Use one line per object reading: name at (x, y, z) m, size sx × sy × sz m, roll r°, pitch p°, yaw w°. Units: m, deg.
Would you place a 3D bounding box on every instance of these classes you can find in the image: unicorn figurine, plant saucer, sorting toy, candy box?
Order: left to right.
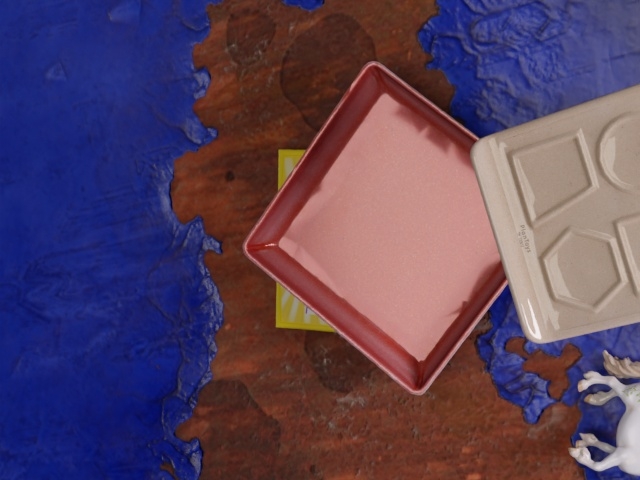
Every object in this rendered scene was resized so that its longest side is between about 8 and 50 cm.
candy box at (0.000, 0.000, 1.338) m, size 0.105 × 0.027 × 0.206 m, roll 2°, pitch 94°, yaw 29°
plant saucer at (0.085, -0.014, 1.262) m, size 0.259 × 0.047 × 0.258 m, roll 39°, pitch 105°, yaw 15°
sorting toy at (0.250, -0.025, 1.015) m, size 0.208 × 0.038 × 0.193 m, roll -17°, pitch 89°, yaw 28°
unicorn figurine at (0.306, 0.196, 1.167) m, size 0.111 × 0.060 × 0.162 m, roll 6°, pitch 96°, yaw 28°
